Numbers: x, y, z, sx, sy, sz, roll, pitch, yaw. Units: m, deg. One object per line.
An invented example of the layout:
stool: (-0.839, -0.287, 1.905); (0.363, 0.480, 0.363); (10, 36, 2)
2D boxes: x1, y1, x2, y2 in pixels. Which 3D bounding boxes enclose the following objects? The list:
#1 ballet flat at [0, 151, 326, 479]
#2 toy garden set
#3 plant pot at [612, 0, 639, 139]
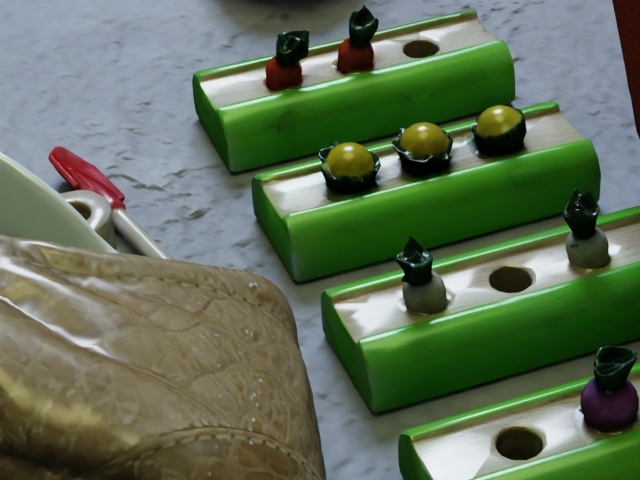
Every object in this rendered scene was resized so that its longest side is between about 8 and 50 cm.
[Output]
ballet flat: (-0.159, 0.005, 0.451); (0.342, 0.116, 0.124); (14, 47, 1)
toy garden set: (0.000, 0.000, 0.590); (0.204, 0.049, 0.244); (-15, 38, -14)
plant pot: (0.222, -0.094, 0.545); (0.236, 0.267, 0.267); (-27, 40, -9)
